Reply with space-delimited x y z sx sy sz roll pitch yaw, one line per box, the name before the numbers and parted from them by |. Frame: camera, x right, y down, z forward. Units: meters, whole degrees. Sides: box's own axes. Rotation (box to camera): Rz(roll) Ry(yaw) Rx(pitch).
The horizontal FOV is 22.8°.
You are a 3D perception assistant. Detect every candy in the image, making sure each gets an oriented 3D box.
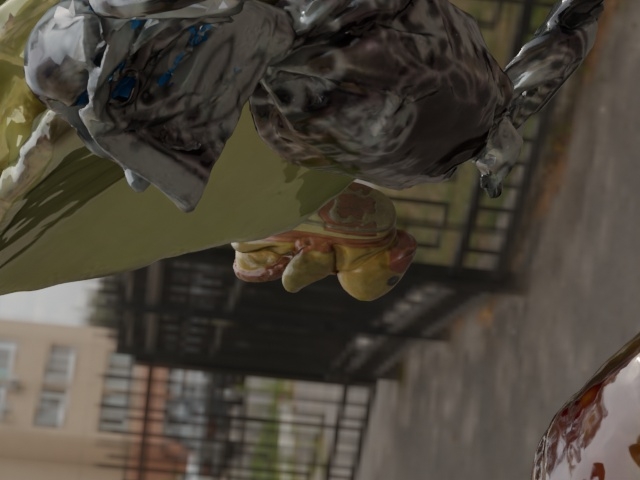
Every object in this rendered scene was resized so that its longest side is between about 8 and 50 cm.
candy | 0.016 -0.044 0.415 0.226 0.094 0.051 5 -129 -59

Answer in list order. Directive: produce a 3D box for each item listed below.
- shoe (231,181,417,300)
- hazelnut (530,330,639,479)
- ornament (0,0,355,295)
shoe | -0.002 -0.002 0.946 0.072 0.109 0.069 -108 21 -44
hazelnut | 0.219 0.128 0.767 0.218 0.233 0.218 60 167 24
ornament | -0.062 -0.029 0.507 0.059 0.180 0.201 58 -169 13
